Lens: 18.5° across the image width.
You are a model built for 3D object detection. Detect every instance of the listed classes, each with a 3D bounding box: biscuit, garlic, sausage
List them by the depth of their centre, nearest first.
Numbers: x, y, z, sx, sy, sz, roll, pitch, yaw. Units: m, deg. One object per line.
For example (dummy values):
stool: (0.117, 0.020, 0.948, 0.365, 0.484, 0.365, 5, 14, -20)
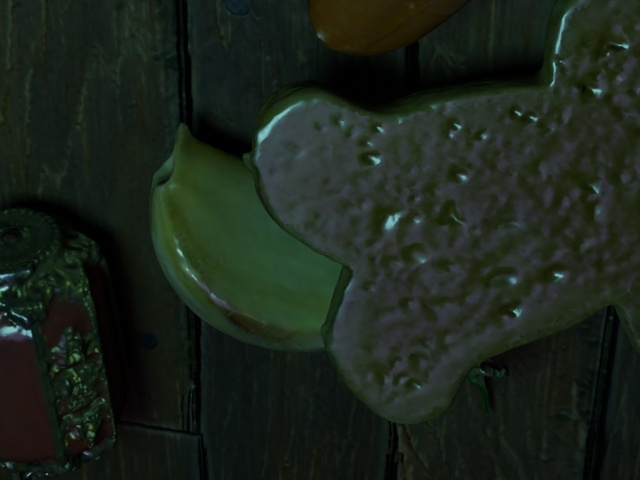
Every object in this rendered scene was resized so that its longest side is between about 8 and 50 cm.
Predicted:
sausage: (0.083, -0.241, 1.527, 0.133, 0.133, 0.258, 36, 126, -16)
biscuit: (0.169, -0.020, 1.666, 0.394, 0.076, 0.368, -20, 113, 7)
garlic: (0.009, 0.014, 1.759, 0.338, 0.151, 0.196, 10, 122, 2)

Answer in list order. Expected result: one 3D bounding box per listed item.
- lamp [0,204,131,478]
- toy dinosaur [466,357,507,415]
lamp: (-0.272, 0.099, 1.879, 0.177, 0.177, 0.274, 2, 130, 12)
toy dinosaur: (0.146, 0.120, 1.887, 0.060, 0.029, 0.119, 10, 138, 26)
